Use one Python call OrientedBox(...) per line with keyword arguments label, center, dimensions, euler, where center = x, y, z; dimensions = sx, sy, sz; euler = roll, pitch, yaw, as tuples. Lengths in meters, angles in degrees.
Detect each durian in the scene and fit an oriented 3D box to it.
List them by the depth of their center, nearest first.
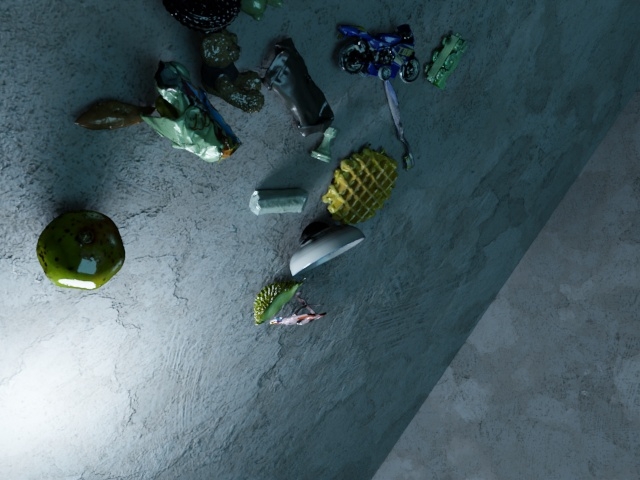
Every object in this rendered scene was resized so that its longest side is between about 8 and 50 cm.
OrientedBox(label="durian", center=(-0.158, 0.193, 1.996), dimensions=(0.221, 0.095, 0.137), euler=(-36, 180, -28))

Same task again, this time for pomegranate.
OrientedBox(label="pomegranate", center=(-0.561, 0.042, 1.411), dimensions=(0.198, 0.198, 0.246), euler=(-29, 139, -25))

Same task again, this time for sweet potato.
OrientedBox(label="sweet potato", center=(-0.462, -0.289, 1.352), dimensions=(0.206, 0.060, 0.068), euler=(-19, 127, -45))

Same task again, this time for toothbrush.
OrientedBox(label="toothbrush", center=(0.269, -0.384, 1.996), dimensions=(0.042, 0.035, 0.413), euler=(-38, 140, -11))

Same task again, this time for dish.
OrientedBox(label="dish", center=(0.000, 0.000, 1.959), dimensions=(0.273, 0.133, 0.273), euler=(-28, 175, -2))

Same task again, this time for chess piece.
OrientedBox(label="chess piece", center=(0.017, -0.297, 1.806), dimensions=(0.067, 0.067, 0.103), euler=(10, 104, -47))

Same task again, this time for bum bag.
OrientedBox(label="bum bag", center=(-0.065, -0.406, 1.631), dimensions=(0.142, 0.080, 0.326), euler=(-50, 138, -13))

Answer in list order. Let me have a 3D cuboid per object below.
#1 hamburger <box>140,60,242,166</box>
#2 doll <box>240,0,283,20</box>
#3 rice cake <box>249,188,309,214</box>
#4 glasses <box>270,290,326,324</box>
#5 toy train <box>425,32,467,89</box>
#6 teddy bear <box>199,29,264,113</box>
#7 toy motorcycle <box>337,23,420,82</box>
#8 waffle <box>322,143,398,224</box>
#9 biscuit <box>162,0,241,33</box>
OrientedBox(label="hamburger", center=(-0.320, -0.278, 1.379), dimensions=(0.150, 0.260, 0.276), euler=(-36, 112, 6))
OrientedBox(label="doll", center=(-0.137, -0.595, 1.413), dimensions=(0.115, 0.077, 0.150), euler=(46, 76, -6))
OrientedBox(label="rice cake", center=(-0.127, -0.119, 1.801), dimensions=(0.207, 0.063, 0.069), euler=(-9, 131, -38))
OrientedBox(label="glasses", center=(-0.088, 0.257, 2.101), dimensions=(0.162, 0.095, 0.255), euler=(-26, 161, 18))
OrientedBox(label="toy train", center=(0.419, -0.596, 1.950), dimensions=(0.178, 0.071, 0.105), euler=(-57, 148, 10))
OrientedBox(label="teddy bear", center=(-0.230, -0.405, 1.424), dimensions=(0.129, 0.181, 0.251), euler=(-21, 144, 7))
OrientedBox(label="toy motorcycle", center=(0.181, -0.558, 1.724), dimensions=(0.316, 0.113, 0.168), euler=(-2, 111, -33))
OrientedBox(label="waffle", center=(0.151, -0.184, 2.021), dimensions=(0.329, 0.062, 0.329), euler=(-24, 133, -28))
OrientedBox(label="biscuit", center=(-0.260, -0.548, 1.282), dimensions=(0.195, 0.053, 0.194), euler=(3, 84, -27))
